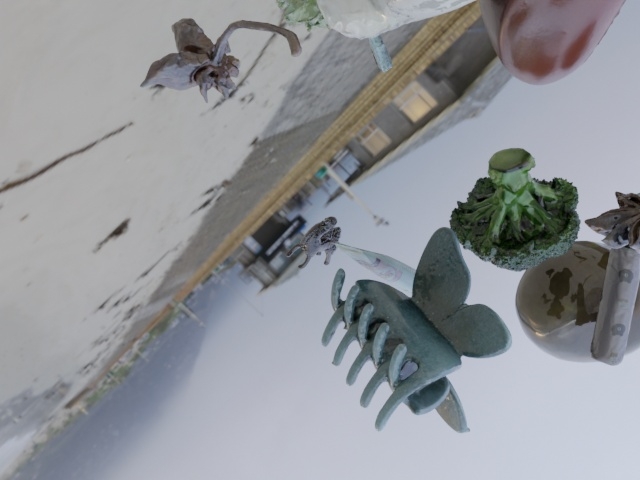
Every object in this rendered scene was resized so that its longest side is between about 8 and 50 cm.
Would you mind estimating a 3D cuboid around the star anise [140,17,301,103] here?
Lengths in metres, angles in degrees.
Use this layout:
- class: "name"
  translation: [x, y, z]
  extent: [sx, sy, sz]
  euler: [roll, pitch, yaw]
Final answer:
- class: "star anise"
  translation: [-0.135, -0.260, 0.857]
  extent: [0.148, 0.218, 0.227]
  euler: [-29, 171, -32]

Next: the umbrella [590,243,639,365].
- class: "umbrella"
  translation: [0.675, 0.122, 1.471]
  extent: [0.067, 0.073, 0.337]
  euler: [-17, 116, -52]

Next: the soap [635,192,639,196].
- class: "soap"
  translation: [0.915, -0.086, 1.673]
  extent: [0.208, 0.114, 0.347]
  euler: [-20, 171, 21]

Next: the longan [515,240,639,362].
- class: "longan"
  translation: [0.713, 0.169, 1.757]
  extent: [0.361, 0.361, 0.361]
  euler: [-45, -174, 6]

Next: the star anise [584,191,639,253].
- class: "star anise"
  translation: [0.594, -0.046, 1.122]
  extent: [0.230, 0.081, 0.263]
  euler: [-36, -168, -39]

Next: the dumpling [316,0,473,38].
- class: "dumpling"
  translation: [0.136, -0.423, 0.828]
  extent: [0.181, 0.260, 0.341]
  euler: [-30, -169, -33]

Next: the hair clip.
- class: "hair clip"
  translation: [0.169, 0.204, 1.303]
  extent: [0.318, 0.239, 0.391]
  euler: [54, -46, 47]

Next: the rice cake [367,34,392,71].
- class: "rice cake"
  translation: [0.111, -0.471, 1.453]
  extent: [0.034, 0.211, 0.043]
  euler: [-26, -137, 8]

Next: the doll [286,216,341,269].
- class: "doll"
  translation: [0.000, 0.000, 1.572]
  extent: [0.139, 0.057, 0.165]
  euler: [-7, 144, -46]

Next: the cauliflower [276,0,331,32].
- class: "cauliflower"
  translation: [0.002, -0.675, 1.715]
  extent: [0.261, 0.280, 0.327]
  euler: [-15, 152, -5]

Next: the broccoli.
- class: "broccoli"
  translation: [0.437, -0.081, 1.490]
  extent: [0.298, 0.297, 0.297]
  euler: [-16, -143, 13]

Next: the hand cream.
- class: "hand cream"
  translation: [0.154, 0.060, 1.474]
  extent: [0.085, 0.331, 0.058]
  euler: [19, -99, 45]

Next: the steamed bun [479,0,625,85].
- class: "steamed bun"
  translation: [0.463, -0.513, 1.337]
  extent: [0.379, 0.249, 0.234]
  euler: [104, -18, -60]
